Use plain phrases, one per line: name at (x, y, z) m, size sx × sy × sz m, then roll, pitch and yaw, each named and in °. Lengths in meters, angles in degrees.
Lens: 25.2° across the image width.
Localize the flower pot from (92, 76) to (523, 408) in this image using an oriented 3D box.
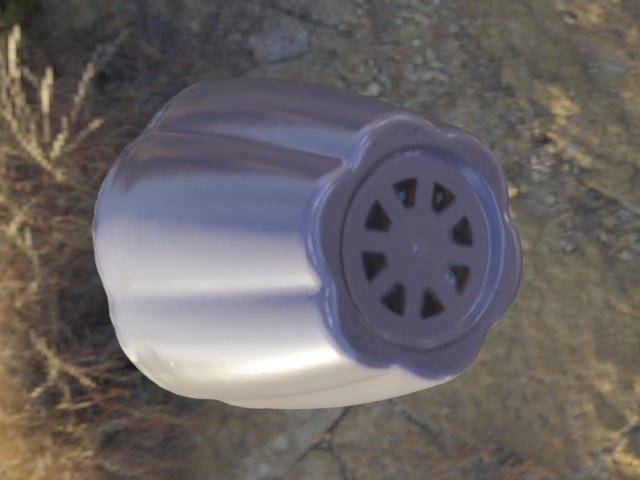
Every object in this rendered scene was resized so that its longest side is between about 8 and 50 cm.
flower pot at (0.000, 0.000, 1.030) m, size 0.243 × 0.265 × 0.265 m, roll -2°, pitch 94°, yaw 59°
